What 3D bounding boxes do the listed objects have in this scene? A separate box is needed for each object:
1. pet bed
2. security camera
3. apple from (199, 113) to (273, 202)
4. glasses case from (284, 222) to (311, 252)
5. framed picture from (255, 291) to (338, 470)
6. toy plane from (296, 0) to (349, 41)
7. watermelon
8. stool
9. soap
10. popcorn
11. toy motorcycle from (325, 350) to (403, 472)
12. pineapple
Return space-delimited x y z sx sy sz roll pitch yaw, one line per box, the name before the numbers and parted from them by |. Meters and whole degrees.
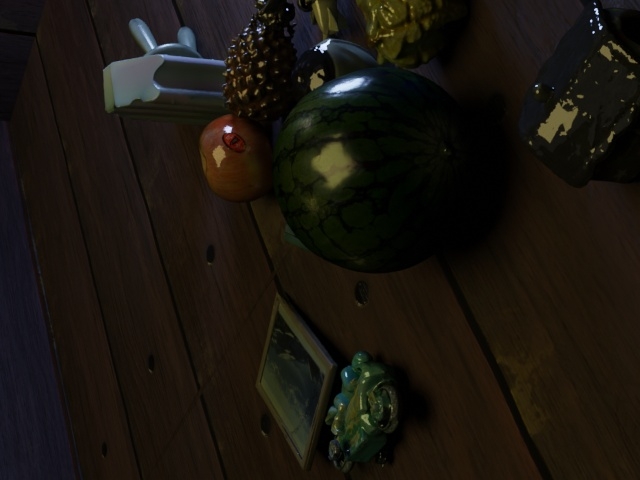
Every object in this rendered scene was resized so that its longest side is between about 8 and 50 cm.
pet bed | 0.376 -0.198 1.343 0.211 0.159 0.183 -59 41 40
security camera | 0.029 -0.237 1.890 0.197 0.191 0.277 26 110 58
apple | -0.183 -0.185 2.244 0.209 0.164 0.210 166 90 -81
glasses case | 0.000 0.000 2.031 0.184 0.077 0.039 22 108 57
framed picture | -0.057 0.290 2.125 0.335 0.022 0.247 -131 51 -58
toy plane | -0.003 -0.523 2.024 0.229 0.092 0.244 153 103 -75
watermelon | 0.093 -0.112 1.644 0.363 0.363 0.363 -4 85 59
stool | -0.417 -0.460 2.630 0.199 0.195 0.195 55 133 47
soap | -0.313 -0.343 2.306 0.208 0.346 0.115 -16 76 58
popcorn | 0.146 -0.392 1.728 0.185 0.167 0.188 50 133 49
toy motorcycle | 0.072 0.313 1.871 0.296 0.109 0.198 119 150 -47
pineapple | -0.113 -0.437 2.154 0.175 0.175 0.361 36 118 54
